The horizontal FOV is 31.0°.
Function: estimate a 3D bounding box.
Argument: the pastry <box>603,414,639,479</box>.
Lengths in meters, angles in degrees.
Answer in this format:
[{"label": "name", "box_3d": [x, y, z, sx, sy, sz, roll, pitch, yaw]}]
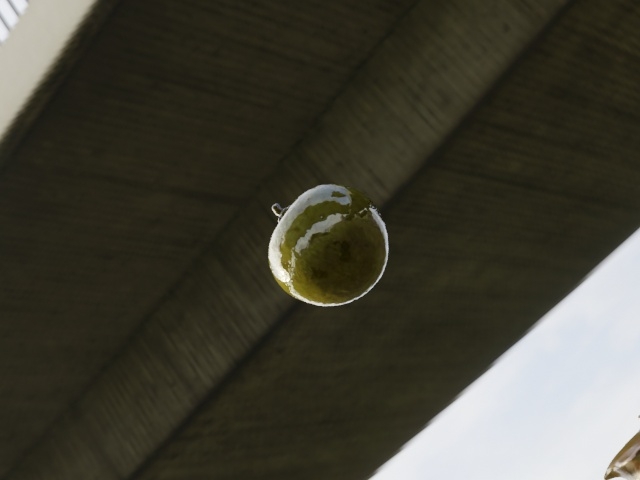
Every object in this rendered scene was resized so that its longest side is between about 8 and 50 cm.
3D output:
[{"label": "pastry", "box_3d": [0.177, 0.071, 0.347, 0.218, 0.100, 0.229, -57, 5, 39]}]

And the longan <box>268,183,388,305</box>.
[{"label": "longan", "box_3d": [0.000, 0.000, 0.688, 0.075, 0.083, 0.075, -37, -38, -36]}]
